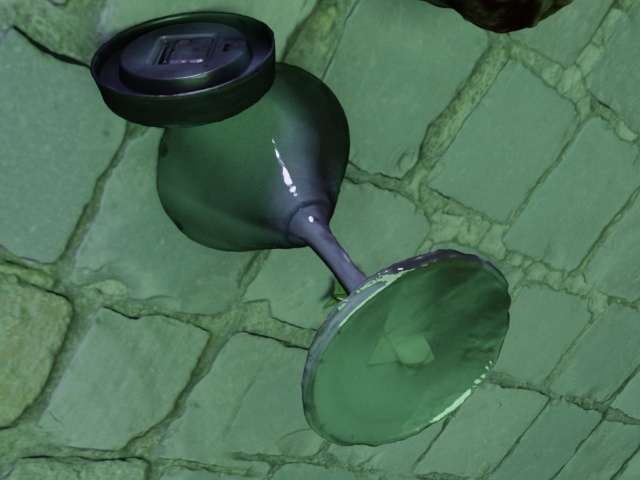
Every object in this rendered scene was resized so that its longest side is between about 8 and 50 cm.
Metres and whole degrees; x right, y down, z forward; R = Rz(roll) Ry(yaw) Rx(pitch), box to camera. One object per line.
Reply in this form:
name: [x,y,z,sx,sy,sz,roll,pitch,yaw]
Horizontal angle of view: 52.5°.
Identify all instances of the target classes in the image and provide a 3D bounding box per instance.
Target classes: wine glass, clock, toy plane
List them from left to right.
clock: [-0.134,-0.175,0.654,0.185,0.184,0.040,-19,134,-15]
wine glass: [0.000,0.000,0.693,0.267,0.406,0.267,-15,128,-20]
toy plane: [0.058,0.094,1.013,0.111,0.040,0.102,13,116,-33]

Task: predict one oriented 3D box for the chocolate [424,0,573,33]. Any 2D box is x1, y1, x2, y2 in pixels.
chocolate: [0.204,-0.364,0.641,0.225,0.210,0.340,-2,132,-37]
